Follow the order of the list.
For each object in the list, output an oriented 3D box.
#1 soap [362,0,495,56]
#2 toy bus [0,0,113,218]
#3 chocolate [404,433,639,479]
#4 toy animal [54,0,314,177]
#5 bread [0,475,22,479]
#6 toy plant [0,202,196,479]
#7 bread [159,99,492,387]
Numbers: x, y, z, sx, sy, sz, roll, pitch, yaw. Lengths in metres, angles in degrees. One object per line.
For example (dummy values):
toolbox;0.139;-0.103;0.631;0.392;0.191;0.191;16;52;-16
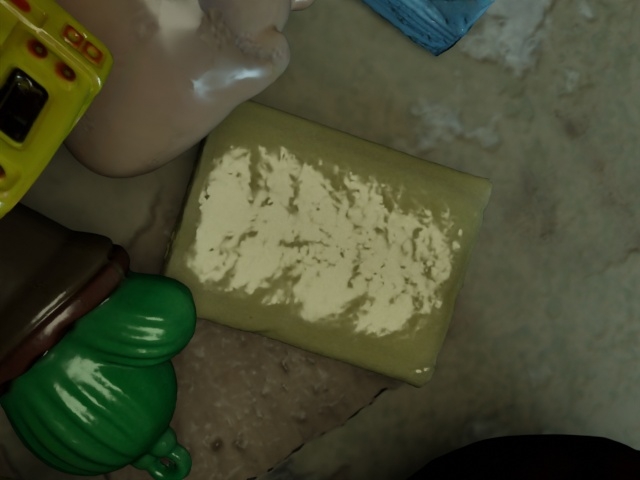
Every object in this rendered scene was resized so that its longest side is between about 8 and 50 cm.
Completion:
soap;0.094;-0.275;0.690;0.156;0.077;0.293;30;86;-11
toy bus;-0.254;-0.012;0.516;0.331;0.151;0.145;-33;120;32
chocolate;0.140;0.273;0.578;0.384;0.384;0.331;-33;99;-8
toy animal;-0.124;-0.159;0.604;0.221;0.230;0.210;69;35;-42
bread;-0.161;0.254;0.494;0.306;0.159;0.305;8;73;-28
toy plant;-0.135;0.057;0.640;0.200;0.105;0.143;42;115;-13
bread;0.000;0.000;0.691;0.178;0.060;0.139;20;87;-11
